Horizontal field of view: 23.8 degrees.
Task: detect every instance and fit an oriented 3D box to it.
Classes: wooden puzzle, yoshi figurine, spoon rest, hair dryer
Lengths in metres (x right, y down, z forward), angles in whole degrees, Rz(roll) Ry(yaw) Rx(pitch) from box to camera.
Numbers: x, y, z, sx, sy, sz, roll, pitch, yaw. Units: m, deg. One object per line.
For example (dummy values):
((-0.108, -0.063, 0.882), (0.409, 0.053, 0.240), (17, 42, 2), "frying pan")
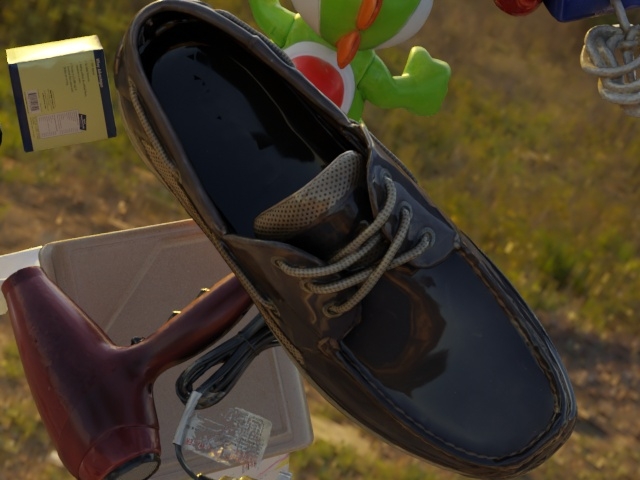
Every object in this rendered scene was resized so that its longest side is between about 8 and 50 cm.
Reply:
((-0.124, 0.095, 1.322), (0.239, 0.044, 0.221), (-10, 88, -36), "wooden puzzle")
((0.008, -0.180, 1.275), (0.203, 0.362, 0.203), (-10, 52, -41), "yoshi figurine")
((-0.334, 0.042, 1.727), (0.276, 0.084, 0.137), (5, 3, -41), "spoon rest")
((-0.116, 0.089, 1.155), (0.293, 0.080, 0.223), (16, 72, 15), "hair dryer")

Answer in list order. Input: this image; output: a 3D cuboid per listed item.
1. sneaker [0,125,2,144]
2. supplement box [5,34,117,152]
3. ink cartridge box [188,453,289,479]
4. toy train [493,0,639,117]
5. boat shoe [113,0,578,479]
((-0.245, -0.166, 0.584), (0.147, 0.145, 0.384), (-19, 96, -40), "sneaker")
((-0.229, -0.130, 1.346), (0.083, 0.083, 0.056), (-11, 23, -10), "supplement box")
((-0.149, 0.284, 1.818), (0.207, 0.353, 0.119), (-31, 61, -23), "ink cartridge box")
((0.146, -0.175, 0.758), (0.105, 0.143, 0.248), (-14, 53, -18), "toy train")
((0.000, 0.000, 0.868), (0.355, 0.132, 0.130), (44, -1, 11), "boat shoe")
